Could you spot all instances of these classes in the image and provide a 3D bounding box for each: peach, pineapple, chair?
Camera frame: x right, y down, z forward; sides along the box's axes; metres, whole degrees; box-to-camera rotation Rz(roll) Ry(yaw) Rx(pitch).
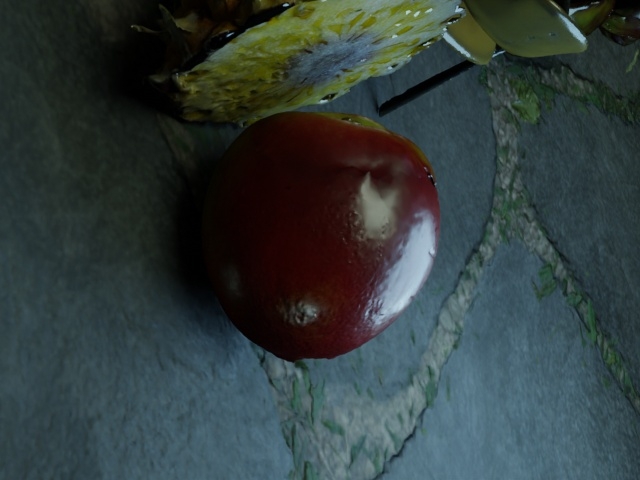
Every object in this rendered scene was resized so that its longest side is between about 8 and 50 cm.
[{"bbox_3d":[0.000,0.000,0.986,0.197,0.197,0.197,20,63,-48],"label":"peach"},{"bbox_3d":[-0.049,-0.257,0.985,0.262,0.262,0.272,-6,73,-53],"label":"pineapple"},{"bbox_3d":[0.115,-0.220,1.141,0.159,0.247,0.172,35,52,-43],"label":"chair"}]

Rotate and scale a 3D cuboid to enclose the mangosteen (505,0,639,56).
[{"bbox_3d":[0.289,-0.409,1.365,0.381,0.421,0.381,10,44,-10],"label":"mangosteen"}]
